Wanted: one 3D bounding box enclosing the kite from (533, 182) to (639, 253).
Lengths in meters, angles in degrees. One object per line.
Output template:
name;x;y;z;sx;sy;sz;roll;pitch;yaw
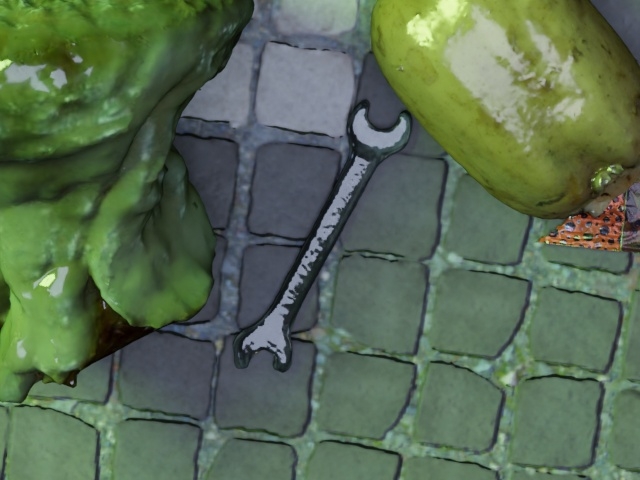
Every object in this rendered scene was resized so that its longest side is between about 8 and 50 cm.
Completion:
kite;0.299;-0.026;1.625;0.222;0.008;0.125;-40;101;7

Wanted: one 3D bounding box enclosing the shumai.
shumai;-0.229;-0.058;1.468;0.398;0.324;0.323;-7;117;5

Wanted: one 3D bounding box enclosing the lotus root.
lotus root;0.145;-0.136;1.528;0.160;0.146;0.284;-44;98;-11

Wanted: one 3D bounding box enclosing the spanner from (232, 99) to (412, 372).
spanner;0.000;0.000;1.619;0.054;0.015;0.254;26;101;-9
